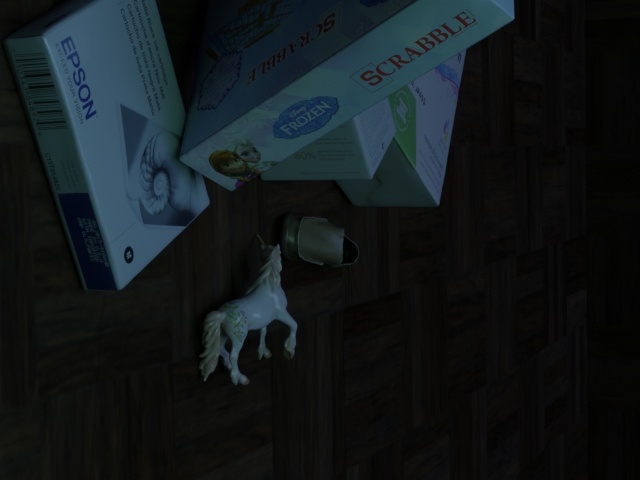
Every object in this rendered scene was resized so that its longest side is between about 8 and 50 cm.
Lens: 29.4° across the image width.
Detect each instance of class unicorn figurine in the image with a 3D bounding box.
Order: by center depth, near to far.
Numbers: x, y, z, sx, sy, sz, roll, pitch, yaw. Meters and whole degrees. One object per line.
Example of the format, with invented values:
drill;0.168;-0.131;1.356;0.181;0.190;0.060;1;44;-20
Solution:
unicorn figurine;-0.064;0.072;1.213;0.162;0.060;0.111;-40;127;-60

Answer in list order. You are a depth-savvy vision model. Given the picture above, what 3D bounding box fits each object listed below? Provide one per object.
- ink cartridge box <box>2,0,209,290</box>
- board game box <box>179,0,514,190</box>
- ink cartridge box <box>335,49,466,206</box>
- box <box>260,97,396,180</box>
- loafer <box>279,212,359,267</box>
ink cartridge box;-0.156;-0.106;1.025;0.224;0.045;0.223;-54;138;-53
board game box;0.021;-0.240;1.039;0.066;0.318;0.318;31;48;-32
ink cartridge box;0.089;-0.241;1.476;0.207;0.119;0.354;50;46;-54
box;-0.011;-0.155;1.243;0.091;0.130;0.170;-61;144;-45
loafer;0.000;0.000;1.367;0.148;0.050;0.056;13;78;-65
